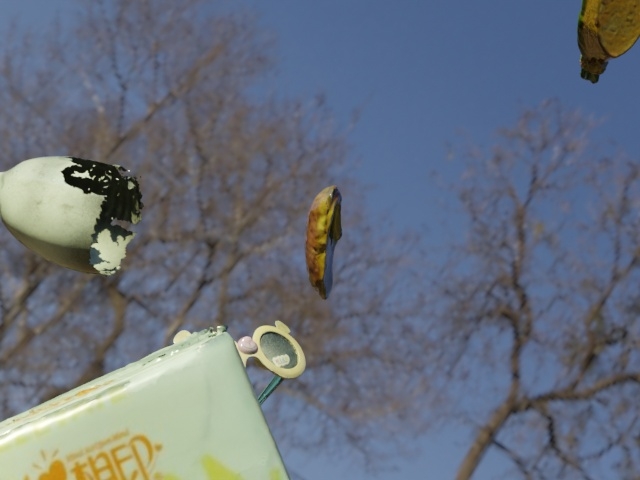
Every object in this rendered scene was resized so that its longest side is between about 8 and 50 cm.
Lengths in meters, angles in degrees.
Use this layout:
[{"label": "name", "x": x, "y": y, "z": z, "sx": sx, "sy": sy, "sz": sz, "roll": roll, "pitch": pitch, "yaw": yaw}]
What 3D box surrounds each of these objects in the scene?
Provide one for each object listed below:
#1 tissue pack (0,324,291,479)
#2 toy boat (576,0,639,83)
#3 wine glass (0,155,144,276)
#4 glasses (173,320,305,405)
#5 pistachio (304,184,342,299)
[{"label": "tissue pack", "x": -0.136, "y": 0.302, "z": 1.197, "sx": 0.388, "sy": 0.287, "sz": 0.162, "roll": 68, "pitch": -20, "yaw": -3}, {"label": "toy boat", "x": 0.366, "y": -0.299, "z": 1.804, "sx": 0.089, "sy": 0.088, "sz": 0.229, "roll": 6, "pitch": -66, "yaw": -10}, {"label": "wine glass", "x": -0.471, "y": -0.066, "z": 2.409, "sx": 0.357, "sy": 0.190, "sz": 0.190, "roll": 15, "pitch": -34, "yaw": 17}, {"label": "glasses", "x": -0.122, "y": 0.221, "z": 1.904, "sx": 0.088, "sy": 0.190, "sz": 0.220, "roll": 43, "pitch": -54, "yaw": 41}, {"label": "pistachio", "x": 0.000, "y": 0.000, "z": 2.080, "sx": 0.049, "sy": 0.089, "sz": 0.173, "roll": 11, "pitch": -71, "yaw": 14}]
